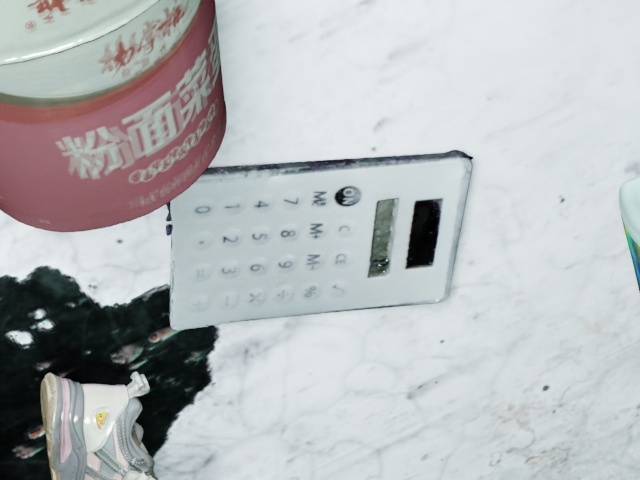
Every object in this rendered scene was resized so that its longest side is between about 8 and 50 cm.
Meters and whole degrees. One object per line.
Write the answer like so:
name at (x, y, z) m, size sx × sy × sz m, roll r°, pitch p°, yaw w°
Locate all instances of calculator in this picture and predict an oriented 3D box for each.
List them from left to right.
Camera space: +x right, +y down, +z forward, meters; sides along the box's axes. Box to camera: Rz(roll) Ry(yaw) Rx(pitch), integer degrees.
calculator at (0.000, 0.000, 1.124) m, size 0.261 × 0.021 × 0.161 m, roll -5°, pitch 127°, yaw -14°

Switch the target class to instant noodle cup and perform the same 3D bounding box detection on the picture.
instant noodle cup at (-0.163, -0.130, 0.855) m, size 0.235 × 0.235 × 0.178 m, roll -19°, pitch 139°, yaw -4°

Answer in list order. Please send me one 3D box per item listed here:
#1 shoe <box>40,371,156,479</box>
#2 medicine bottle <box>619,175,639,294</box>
shoe at (-0.190, 0.189, 1.161) m, size 0.092 × 0.089 × 0.180 m, roll -10°, pitch 120°, yaw -14°
medicine bottle at (0.336, 0.051, 1.208) m, size 0.083 × 0.121 × 0.229 m, roll -25°, pitch 130°, yaw 0°
